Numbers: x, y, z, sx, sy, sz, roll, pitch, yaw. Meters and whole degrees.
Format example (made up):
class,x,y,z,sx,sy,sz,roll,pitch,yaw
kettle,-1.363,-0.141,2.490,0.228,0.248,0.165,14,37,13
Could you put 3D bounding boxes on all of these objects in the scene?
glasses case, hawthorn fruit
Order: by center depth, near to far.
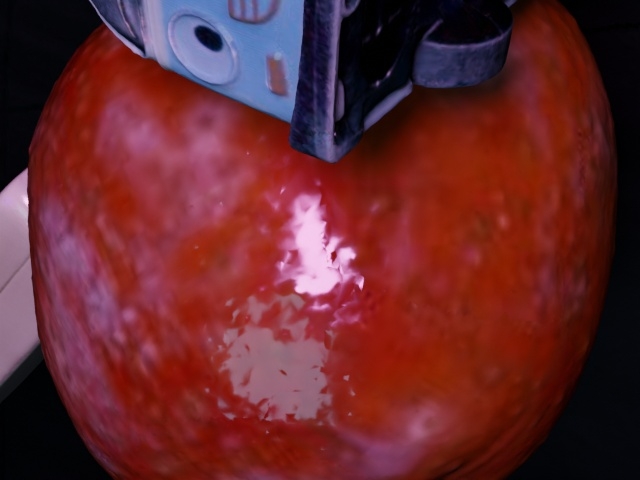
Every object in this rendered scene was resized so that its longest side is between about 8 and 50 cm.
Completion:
class,x,y,z,sx,sy,sz,roll,pitch,yaw
hawthorn fruit,0.000,0.000,0.724,0.284,0.284,0.284,18,130,23
glasses case,-0.185,0.037,0.959,0.070,0.131,0.313,45,135,-2

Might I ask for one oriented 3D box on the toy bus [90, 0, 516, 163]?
class,x,y,z,sx,sy,sz,roll,pitch,yaw
toy bus,0.020,-0.156,0.583,0.165,0.271,0.133,22,131,24
